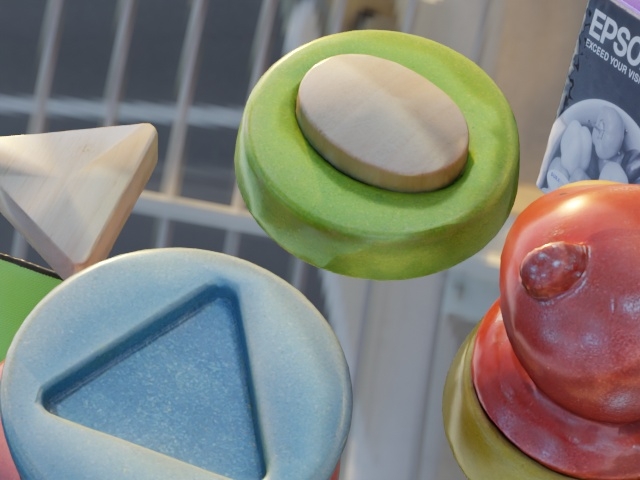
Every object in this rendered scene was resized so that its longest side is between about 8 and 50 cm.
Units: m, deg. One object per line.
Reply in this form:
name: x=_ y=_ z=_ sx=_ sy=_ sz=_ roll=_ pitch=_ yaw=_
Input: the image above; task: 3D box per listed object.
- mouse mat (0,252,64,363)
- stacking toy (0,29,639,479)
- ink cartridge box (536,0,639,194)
mouse mat: x=-0.198 y=0.077 z=1.161 sx=0.190 sy=0.007 sz=0.152 roll=18 pitch=110 yaw=28
stacking toy: x=0.000 y=0.000 z=0.805 sx=0.130 sy=0.309 sz=0.279 roll=97 pitch=154 yaw=-53
ink cartridge box: x=0.230 y=-0.083 z=1.250 sx=0.206 sy=0.045 sz=0.208 roll=45 pitch=128 yaw=51
